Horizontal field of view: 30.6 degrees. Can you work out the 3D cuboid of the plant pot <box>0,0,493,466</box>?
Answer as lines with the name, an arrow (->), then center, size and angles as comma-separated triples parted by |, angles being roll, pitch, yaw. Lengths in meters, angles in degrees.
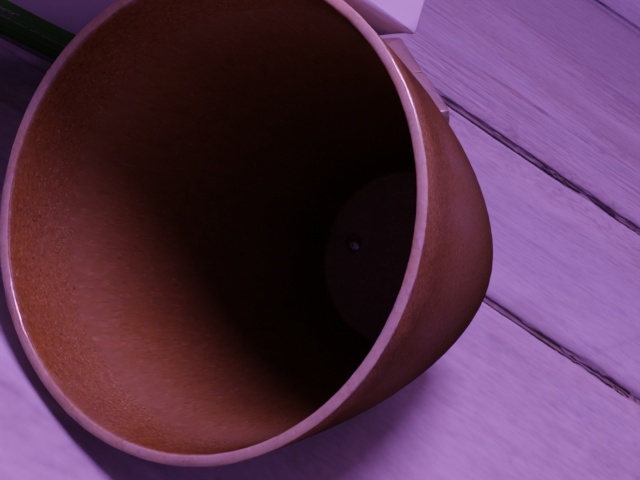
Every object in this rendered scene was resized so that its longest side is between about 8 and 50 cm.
plant pot -> 0.000, 0.000, 0.652 | 0.237, 0.237, 0.254 | 48, 16, 25

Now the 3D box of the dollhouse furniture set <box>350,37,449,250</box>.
dollhouse furniture set -> -0.015, -0.057, 0.850 | 0.184, 0.129, 0.129 | -8, 34, -9

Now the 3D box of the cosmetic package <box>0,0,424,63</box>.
cosmetic package -> -0.114, -0.213, 0.679 | 0.197, 0.155, 0.366 | 24, -12, -39
